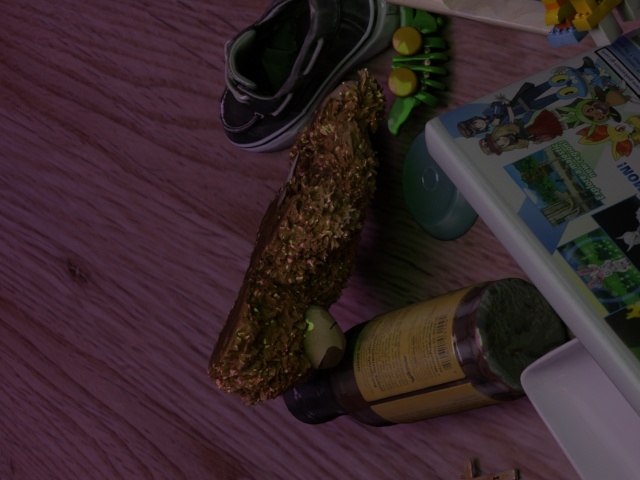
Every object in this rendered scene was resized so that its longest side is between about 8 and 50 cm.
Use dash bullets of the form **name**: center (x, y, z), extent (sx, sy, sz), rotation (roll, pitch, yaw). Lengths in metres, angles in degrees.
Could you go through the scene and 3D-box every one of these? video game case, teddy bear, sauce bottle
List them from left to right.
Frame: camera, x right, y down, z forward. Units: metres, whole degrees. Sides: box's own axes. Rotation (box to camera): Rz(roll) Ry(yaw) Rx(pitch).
- **teddy bear**: center (0.000, 0.000, 1.561), extent (0.245, 0.113, 0.338), rotation (121, 169, -48)
- **sauce bottle**: center (0.081, 0.116, 1.537), extent (0.344, 0.111, 0.111), rotation (-19, 76, 53)
- **video game case**: center (0.279, -0.029, 1.105), extent (0.329, 0.300, 0.036), rotation (55, 163, 38)

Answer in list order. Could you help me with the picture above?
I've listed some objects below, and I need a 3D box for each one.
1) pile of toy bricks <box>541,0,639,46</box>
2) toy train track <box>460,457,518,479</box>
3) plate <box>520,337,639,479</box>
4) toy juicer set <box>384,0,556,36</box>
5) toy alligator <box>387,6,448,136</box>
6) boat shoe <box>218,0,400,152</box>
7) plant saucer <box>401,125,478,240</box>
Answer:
- **pile of toy bricks**: center (0.224, -0.242, 1.227), extent (0.105, 0.212, 0.118), rotation (55, 155, -18)
- **toy train track**: center (0.155, 0.225, 1.522), extent (0.083, 0.014, 0.048), rotation (-23, 65, 47)
- **plate**: center (0.312, 0.156, 1.204), extent (0.278, 0.045, 0.277), rotation (57, 137, 7)
- **toy juicer set**: center (0.094, -0.331, 1.475), extent (0.209, 0.089, 0.329), rotation (-8, 87, 36)
- **toy alligator**: center (0.098, -0.192, 1.559), extent (0.051, 0.056, 0.190), rotation (6, 87, 12)
- **boat shoe**: center (-0.045, -0.190, 1.691), extent (0.335, 0.119, 0.121), rotation (-42, 59, 54)
- **plant saucer**: center (0.112, -0.059, 1.564), extent (0.119, 0.021, 0.119), rotation (5, 96, 55)
